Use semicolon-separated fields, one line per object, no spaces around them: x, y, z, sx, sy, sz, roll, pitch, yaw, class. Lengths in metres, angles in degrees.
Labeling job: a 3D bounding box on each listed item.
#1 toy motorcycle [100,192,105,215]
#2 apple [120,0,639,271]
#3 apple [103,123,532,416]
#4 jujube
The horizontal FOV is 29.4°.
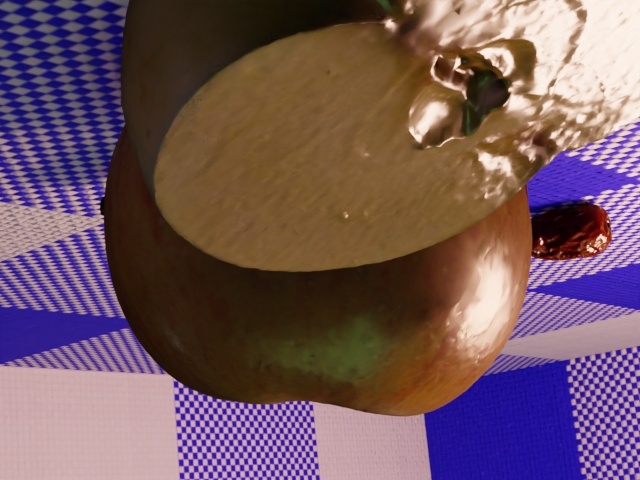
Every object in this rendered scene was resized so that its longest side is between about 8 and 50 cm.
-0.140;-0.055;1.360;0.215;0.080;0.122;-15;159;33;toy motorcycle
0.071;-0.119;0.750;0.320;0.311;0.360;10;173;28;apple
0.000;0.000;1.091;0.400;0.333;0.400;-4;157;-2;apple
0.348;-0.008;1.730;0.129;0.077;0.077;-11;165;17;jujube
